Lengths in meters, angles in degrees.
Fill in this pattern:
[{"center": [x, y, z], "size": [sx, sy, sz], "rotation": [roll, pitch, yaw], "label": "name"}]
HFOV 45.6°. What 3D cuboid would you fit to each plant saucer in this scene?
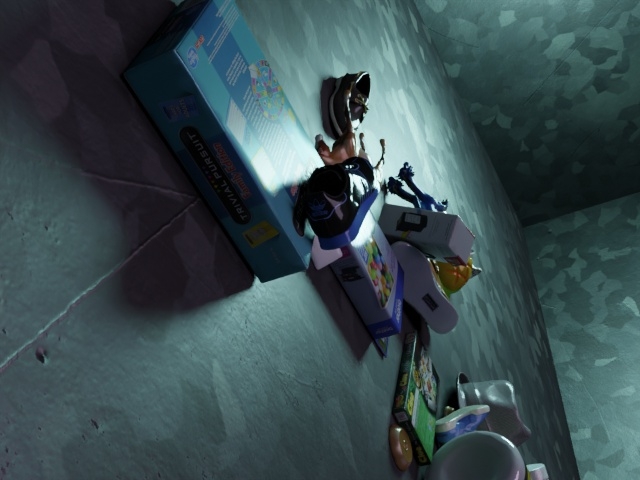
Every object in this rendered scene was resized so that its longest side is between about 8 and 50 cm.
[{"center": [0.144, 0.363, 1.341], "size": [0.083, 0.015, 0.083], "rotation": [50, 29, -43], "label": "plant saucer"}]

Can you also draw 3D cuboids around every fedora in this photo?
[{"center": [0.405, 0.407, 1.750], "size": [0.275, 0.124, 0.244], "rotation": [29, 42, -74], "label": "fedora"}]

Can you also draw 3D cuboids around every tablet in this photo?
[{"center": [0.000, 0.000, 1.246], "size": [0.054, 0.006, 0.083], "rotation": [-29, 104, -23], "label": "tablet"}]

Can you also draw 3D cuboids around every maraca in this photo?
[{"center": [0.321, 0.078, 1.921], "size": [0.127, 0.099, 0.185], "rotation": [54, 50, -15], "label": "maraca"}]

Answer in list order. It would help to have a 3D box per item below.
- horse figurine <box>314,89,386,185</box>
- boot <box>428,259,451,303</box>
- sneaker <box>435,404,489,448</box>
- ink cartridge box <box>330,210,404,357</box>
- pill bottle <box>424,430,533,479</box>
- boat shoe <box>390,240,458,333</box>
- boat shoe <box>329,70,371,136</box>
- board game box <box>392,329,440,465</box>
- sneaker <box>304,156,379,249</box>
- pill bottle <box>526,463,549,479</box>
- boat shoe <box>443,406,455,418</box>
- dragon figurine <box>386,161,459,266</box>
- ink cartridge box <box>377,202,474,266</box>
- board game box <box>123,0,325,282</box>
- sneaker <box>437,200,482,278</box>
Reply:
[{"center": [0.071, -0.165, 1.495], "size": [0.263, 0.066, 0.174], "rotation": [47, 43, -50], "label": "horse figurine"}, {"center": [0.259, 0.096, 1.782], "size": [0.152, 0.073, 0.197], "rotation": [-80, 148, -59], "label": "boot"}, {"center": [0.303, 0.401, 1.589], "size": [0.152, 0.058, 0.084], "rotation": [-13, 87, -39], "label": "sneaker"}, {"center": [0.087, 0.044, 1.406], "size": [0.311, 0.065, 0.186], "rotation": [62, 23, -29], "label": "ink cartridge box"}, {"center": [0.341, 0.539, 1.445], "size": [0.334, 0.188, 0.188], "rotation": [61, 23, -26], "label": "pill bottle"}, {"center": [0.205, 0.097, 1.643], "size": [0.258, 0.095, 0.084], "rotation": [59, -5, -28], "label": "boat shoe"}, {"center": [0.069, -0.297, 1.630], "size": [0.081, 0.069, 0.228], "rotation": [57, 25, -33], "label": "boat shoe"}, {"center": [0.193, 0.303, 1.497], "size": [0.259, 0.030, 0.136], "rotation": [-65, 135, -61], "label": "board game box"}, {"center": [0.031, -0.082, 1.113], "size": [0.232, 0.081, 0.090], "rotation": [-72, 146, -57], "label": "sneaker"}, {"center": [0.547, 0.690, 1.916], "size": [0.131, 0.131, 0.229], "rotation": [11, 62, -67], "label": "pill bottle"}, {"center": [0.303, 0.431, 1.636], "size": [0.056, 0.048, 0.153], "rotation": [26, 49, -62], "label": "boat shoe"}, {"center": [0.233, -0.051, 1.758], "size": [0.144, 0.085, 0.289], "rotation": [18, 46, -28], "label": "dragon figurine"}, {"center": [0.222, -0.012, 1.619], "size": [0.127, 0.175, 0.072], "rotation": [38, 67, -55], "label": "ink cartridge box"}, {"center": [-0.109, -0.149, 1.045], "size": [0.336, 0.079, 0.254], "rotation": [60, 23, -29], "label": "board game box"}, {"center": [0.371, -0.004, 2.111], "size": [0.090, 0.095, 0.235], "rotation": [-8, 79, -67], "label": "sneaker"}]
